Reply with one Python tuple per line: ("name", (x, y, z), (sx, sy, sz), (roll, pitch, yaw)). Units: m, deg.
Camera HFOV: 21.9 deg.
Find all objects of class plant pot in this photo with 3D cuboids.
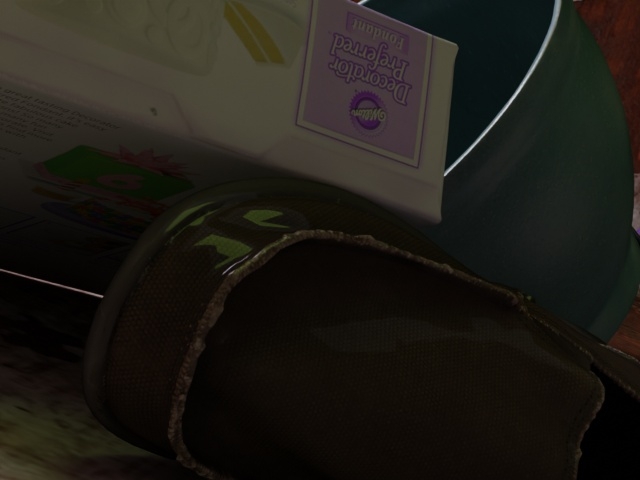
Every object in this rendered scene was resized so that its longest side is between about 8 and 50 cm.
("plant pot", (0.078, -0.013, 1.028), (0.196, 0.293, 0.293), (47, -6, -26))

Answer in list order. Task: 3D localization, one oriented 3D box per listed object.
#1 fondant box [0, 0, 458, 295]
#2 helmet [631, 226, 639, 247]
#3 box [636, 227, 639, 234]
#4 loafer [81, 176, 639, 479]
("fondant box", (-0.125, -0.058, 0.840), (0.238, 0.096, 0.330), (17, -16, -32))
("helmet", (0.250, 0.020, 1.728), (0.161, 0.169, 0.169), (37, -1, -22))
("box", (0.445, 0.096, 1.702), (0.201, 0.057, 0.293), (59, -10, -22))
("loafer", (0.063, 0.068, 0.728), (0.366, 0.133, 0.130), (15, 8, -43))
